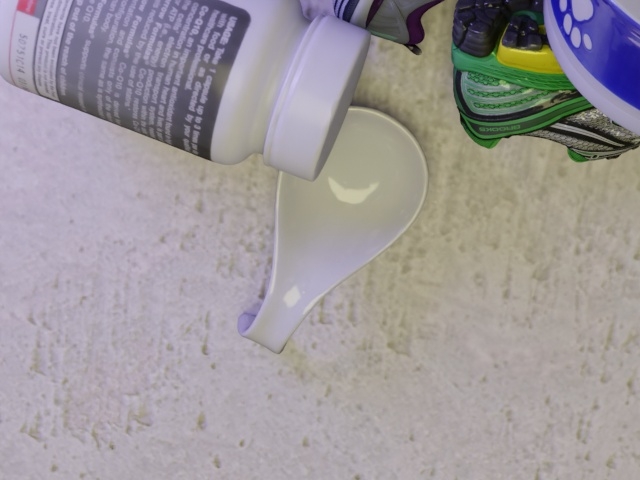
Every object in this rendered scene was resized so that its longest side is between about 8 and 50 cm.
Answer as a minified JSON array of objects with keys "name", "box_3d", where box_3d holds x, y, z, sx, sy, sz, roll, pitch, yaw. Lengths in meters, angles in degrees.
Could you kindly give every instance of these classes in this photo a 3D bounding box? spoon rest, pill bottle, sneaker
[{"name":"spoon rest","box_3d":[0.000,0.000,1.126,0.137,0.084,0.276,26,115,-6]},{"name":"pill bottle","box_3d":[-0.113,-0.160,1.010,0.283,0.161,0.161,21,114,3]},{"name":"sneaker","box_3d":[0.103,-0.265,1.014,0.098,0.083,0.224,21,121,-25]},{"name":"sneaker","box_3d":[0.281,-0.142,1.027,0.343,0.134,0.146,4,135,2]}]

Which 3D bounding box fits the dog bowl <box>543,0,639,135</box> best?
[{"name":"dog bowl","box_3d":[0.309,-0.196,0.902,0.264,0.265,0.104,7,150,3]}]
